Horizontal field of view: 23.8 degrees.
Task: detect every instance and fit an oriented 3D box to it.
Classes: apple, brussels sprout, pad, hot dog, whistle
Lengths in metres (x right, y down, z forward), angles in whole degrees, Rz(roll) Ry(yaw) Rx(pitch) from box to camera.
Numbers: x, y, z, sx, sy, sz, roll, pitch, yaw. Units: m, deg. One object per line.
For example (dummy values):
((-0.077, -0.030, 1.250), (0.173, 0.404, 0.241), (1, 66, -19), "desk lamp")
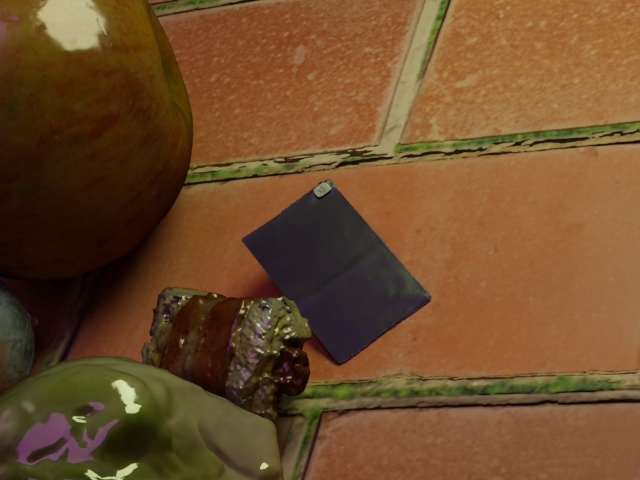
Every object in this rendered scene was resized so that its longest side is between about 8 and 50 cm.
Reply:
((-0.310, -0.161, 1.665), (0.333, 0.400, 0.400), (-29, 39, -13), "apple")
((-0.179, 0.232, 1.269), (0.316, 0.274, 0.243), (-33, 33, -1), "brussels sprout")
((0.014, 0.028, 1.536), (0.116, 0.004, 0.193), (-35, 57, -6), "pad")
((-0.092, 0.117, 1.478), (0.213, 0.103, 0.146), (11, 75, 48), "hot dog")
((-0.413, 0.097, 1.642), (0.189, 0.189, 0.348), (-42, 28, -14), "whistle")

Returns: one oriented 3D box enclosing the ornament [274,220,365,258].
((0.003, 0.001, 1.583), (0.092, 0.041, 0.068), (-15, 47, 2), "ornament")
